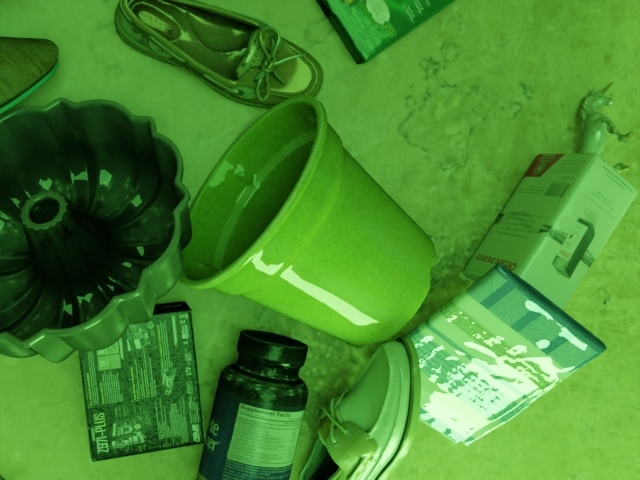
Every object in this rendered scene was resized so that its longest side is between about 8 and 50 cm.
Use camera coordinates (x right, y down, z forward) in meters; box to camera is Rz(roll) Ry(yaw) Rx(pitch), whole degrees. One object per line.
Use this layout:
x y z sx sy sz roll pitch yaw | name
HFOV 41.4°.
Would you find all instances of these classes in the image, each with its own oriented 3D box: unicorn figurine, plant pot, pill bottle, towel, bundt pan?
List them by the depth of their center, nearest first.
-0.301 -0.003 0.988 0.330 0.124 0.331 -3 59 5 | bundt pan
0.000 0.000 1.075 0.253 0.276 0.276 35 86 -26 | plant pot
-0.085 0.236 1.126 0.122 0.123 0.219 12 91 -15 | pill bottle
0.218 0.165 1.163 0.209 0.034 0.285 35 125 -15 | towel
0.409 -0.152 1.241 0.060 0.111 0.162 12 106 -25 | unicorn figurine

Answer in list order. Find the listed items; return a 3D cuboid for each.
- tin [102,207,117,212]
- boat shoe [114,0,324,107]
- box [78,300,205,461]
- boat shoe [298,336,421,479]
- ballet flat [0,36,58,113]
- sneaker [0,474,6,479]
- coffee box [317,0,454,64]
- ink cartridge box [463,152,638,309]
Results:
-0.296 0.027 1.098 0.189 0.040 0.106 -27 105 -10 | tin
-0.125 -0.244 1.090 0.285 0.089 0.105 16 90 -16 | boat shoe
-0.234 0.180 1.105 0.147 0.077 0.180 -7 96 -14 | box
0.049 0.256 1.121 0.103 0.113 0.302 6 120 -15 | boat shoe
-0.475 -0.166 0.985 0.342 0.116 0.124 -33 134 -5 | ballet flat
-0.472 0.445 1.053 0.315 0.127 0.182 -39 107 -1 | sneaker
0.099 -0.338 1.166 0.184 0.040 0.113 -38 103 -8 | coffee box
0.317 -0.009 1.190 0.092 0.158 0.218 36 86 -15 | ink cartridge box
